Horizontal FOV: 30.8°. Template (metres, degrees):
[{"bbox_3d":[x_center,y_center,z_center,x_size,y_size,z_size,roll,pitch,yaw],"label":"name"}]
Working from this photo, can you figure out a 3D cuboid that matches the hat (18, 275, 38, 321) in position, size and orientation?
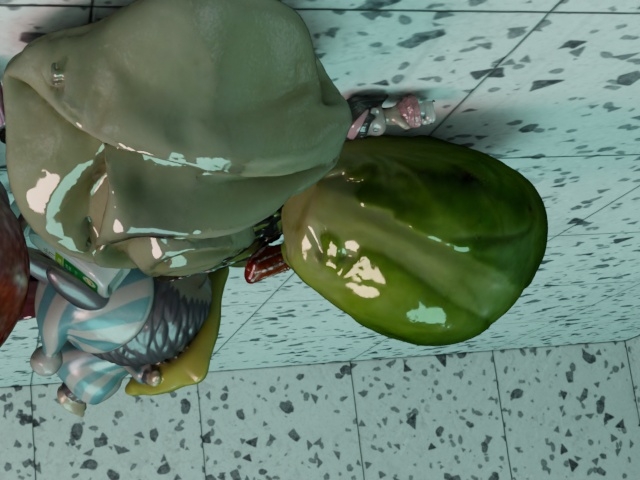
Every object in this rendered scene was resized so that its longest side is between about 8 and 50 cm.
[{"bbox_3d":[-0.549,0.085,2.076,0.205,0.089,0.205,-11,165,-3],"label":"hat"}]

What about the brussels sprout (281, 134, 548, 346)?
[{"bbox_3d":[0.139,-0.012,1.627,0.371,0.315,0.276,5,122,-28],"label":"brussels sprout"}]

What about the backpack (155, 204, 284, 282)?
[{"bbox_3d":[-0.171,-0.028,1.698,0.253,0.140,0.207,-12,167,-7],"label":"backpack"}]

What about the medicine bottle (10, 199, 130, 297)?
[{"bbox_3d":[-0.360,0.002,1.664,0.183,0.069,0.119,38,169,2],"label":"medicine bottle"}]

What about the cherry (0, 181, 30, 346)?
[{"bbox_3d":[-0.534,0.025,1.469,0.335,0.291,0.326,9,-168,-10],"label":"cherry"}]

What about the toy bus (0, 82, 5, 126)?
[{"bbox_3d":[-0.446,-0.150,1.251,0.203,0.063,0.090,-7,163,-9],"label":"toy bus"}]

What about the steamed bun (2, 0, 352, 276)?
[{"bbox_3d":[-0.157,-0.090,1.235,0.368,0.255,0.342,-12,168,24],"label":"steamed bun"}]

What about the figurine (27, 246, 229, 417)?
[{"bbox_3d":[-0.386,0.090,1.900,0.361,0.266,0.378,-30,132,22],"label":"figurine"}]

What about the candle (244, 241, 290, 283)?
[{"bbox_3d":[0.000,0.000,1.804,0.048,0.051,0.329,8,-159,40],"label":"candle"}]

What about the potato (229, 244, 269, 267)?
[{"bbox_3d":[-0.141,0.002,1.951,0.091,0.070,0.138,-41,148,11],"label":"potato"}]

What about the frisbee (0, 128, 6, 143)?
[{"bbox_3d":[-0.284,-0.136,1.476,0.211,0.012,0.187,8,159,-42],"label":"frisbee"}]

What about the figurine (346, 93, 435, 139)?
[{"bbox_3d":[0.080,-0.161,1.482,0.129,0.054,0.072,-11,-178,-12],"label":"figurine"}]
